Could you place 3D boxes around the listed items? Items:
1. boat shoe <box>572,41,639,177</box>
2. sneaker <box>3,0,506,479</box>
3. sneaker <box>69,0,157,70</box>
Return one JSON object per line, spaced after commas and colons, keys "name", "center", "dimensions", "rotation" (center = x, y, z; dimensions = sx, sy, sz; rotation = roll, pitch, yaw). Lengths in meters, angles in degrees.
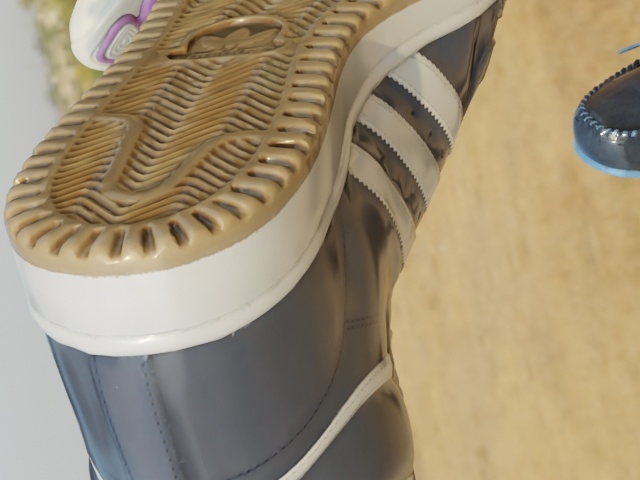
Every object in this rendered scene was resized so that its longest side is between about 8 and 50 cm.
{"name": "boat shoe", "center": [0.268, -0.128, 1.216], "dimensions": [0.109, 0.258, 0.089], "rotation": [41, 148, 34]}
{"name": "sneaker", "center": [0.000, 0.000, 0.567], "dimensions": [0.282, 0.099, 0.153], "rotation": [-55, -40, -55]}
{"name": "sneaker", "center": [-0.144, -0.266, 1.532], "dimensions": [0.114, 0.152, 0.305], "rotation": [84, -151, -57]}
